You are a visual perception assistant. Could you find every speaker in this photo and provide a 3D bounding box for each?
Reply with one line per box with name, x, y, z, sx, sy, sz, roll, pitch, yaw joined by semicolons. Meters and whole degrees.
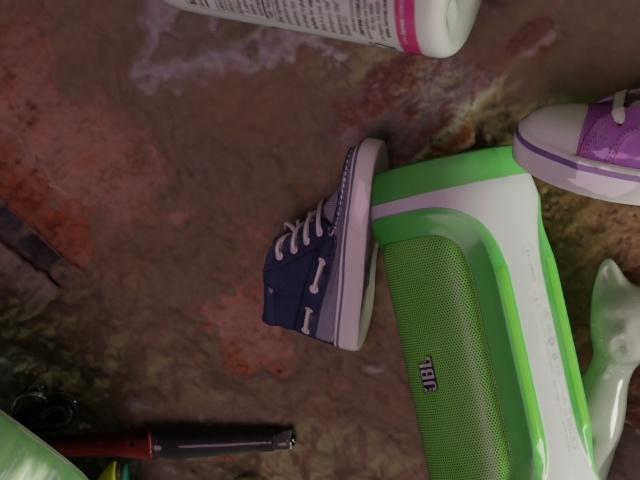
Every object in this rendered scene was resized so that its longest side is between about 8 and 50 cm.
speaker;0.121;0.086;1.345;0.131;0.131;0.296;-13;89;27

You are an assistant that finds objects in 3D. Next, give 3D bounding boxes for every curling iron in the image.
curling iron;-0.153;0.165;1.602;0.274;0.035;0.068;4;118;20

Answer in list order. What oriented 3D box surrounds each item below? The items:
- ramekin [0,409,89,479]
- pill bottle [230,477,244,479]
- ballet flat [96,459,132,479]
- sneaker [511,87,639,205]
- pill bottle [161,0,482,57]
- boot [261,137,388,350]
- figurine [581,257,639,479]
ramekin;-0.334;0.205;1.553;0.303;0.148;0.303;29;163;10
pill bottle;-0.057;0.268;1.602;0.065;0.065;0.116;-32;101;32
ballet flat;-0.194;0.302;1.663;0.077;0.077;0.231;-7;119;0
sneaker;0.273;-0.107;1.258;0.282;0.102;0.161;3;115;8
pill bottle;-0.030;-0.226;1.269;0.283;0.160;0.160;13;121;15
boot;0.000;0.000;1.432;0.086;0.069;0.190;14;123;11
figurine;0.268;0.135;1.400;0.215;0.092;0.209;24;115;9
